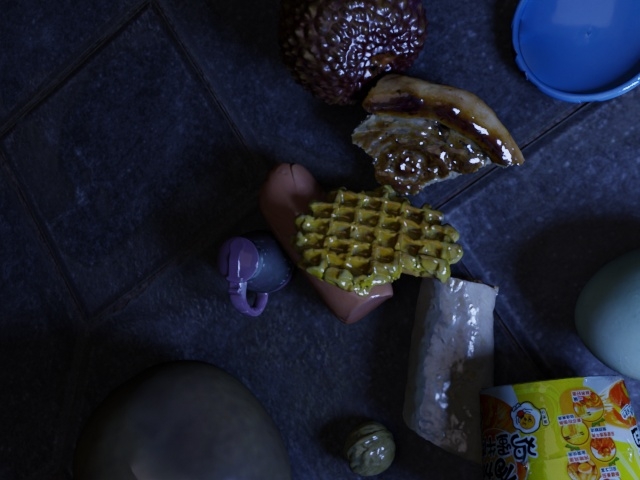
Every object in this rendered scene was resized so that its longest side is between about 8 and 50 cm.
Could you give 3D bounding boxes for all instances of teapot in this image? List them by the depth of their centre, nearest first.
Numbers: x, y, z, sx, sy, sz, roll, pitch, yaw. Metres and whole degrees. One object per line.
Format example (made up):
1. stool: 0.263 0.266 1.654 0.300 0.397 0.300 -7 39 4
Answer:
1. teapot: -0.127 0.048 1.271 0.116 0.146 0.148 36 99 20

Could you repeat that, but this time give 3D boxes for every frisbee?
1. frisbee: 0.424 -0.333 1.138 0.242 0.045 0.242 -1 87 21

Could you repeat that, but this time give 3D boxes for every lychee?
1. lychee: 0.039 -0.365 1.196 0.272 0.271 0.271 -2 85 21

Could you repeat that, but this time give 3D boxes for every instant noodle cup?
1. instant noodle cup: 0.344 0.300 1.022 0.265 0.264 0.200 -10 74 21

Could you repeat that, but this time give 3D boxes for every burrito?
1. burrito: 0.207 0.200 1.154 0.143 0.105 0.299 3 86 18

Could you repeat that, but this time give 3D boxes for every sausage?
1. sausage: -0.001 -0.001 1.239 0.121 0.121 0.304 -41 72 14

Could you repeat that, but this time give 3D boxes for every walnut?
1. walnut: 0.082 0.349 1.205 0.092 0.092 0.092 -2 85 21

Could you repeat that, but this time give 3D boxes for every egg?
1. egg: 0.498 0.101 0.992 0.283 0.203 0.202 -10 83 27

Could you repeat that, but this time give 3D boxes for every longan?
1. longan: -0.219 0.379 1.177 0.361 0.361 0.360 -2 85 21

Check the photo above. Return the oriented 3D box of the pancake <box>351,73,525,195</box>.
1. pancake: 0.176 -0.179 1.165 0.258 0.056 0.212 -16 115 17

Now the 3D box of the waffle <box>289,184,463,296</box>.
1. waffle: 0.083 0.003 1.127 0.249 0.253 0.056 37 141 28
